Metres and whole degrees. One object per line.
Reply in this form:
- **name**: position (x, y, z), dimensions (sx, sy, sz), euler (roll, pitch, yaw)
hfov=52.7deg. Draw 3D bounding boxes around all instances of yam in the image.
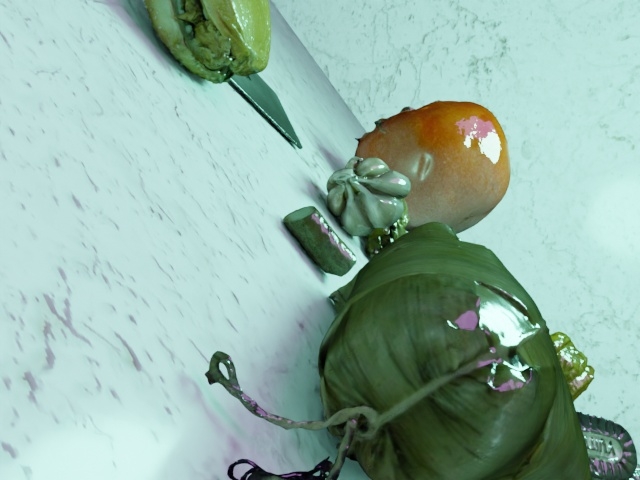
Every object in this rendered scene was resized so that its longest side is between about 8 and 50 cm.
- **yam**: position (0.000, 0.000, 0.748), dimensions (0.094, 0.043, 0.043), euler (52, 12, -6)

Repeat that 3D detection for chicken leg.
- **chicken leg**: position (0.114, -0.022, 1.139), dimensions (0.227, 0.088, 0.103), euler (-85, 165, -55)

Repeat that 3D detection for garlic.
- **garlic**: position (0.069, -0.081, 1.006), dimensions (0.127, 0.131, 0.194), euler (54, 3, 16)

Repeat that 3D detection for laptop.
- **laptop**: position (-0.131, -0.277, 1.094), dimensions (0.269, 0.015, 0.187), euler (40, 18, -46)

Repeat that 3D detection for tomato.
- **tomato**: position (0.247, -0.149, 1.417), dimensions (0.341, 0.341, 0.272), euler (16, 52, -70)

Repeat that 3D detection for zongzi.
- **zongzi**: position (0.142, 0.173, 0.513), dimensions (0.418, 0.181, 0.447), euler (54, 15, -1)

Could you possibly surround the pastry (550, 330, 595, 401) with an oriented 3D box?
- **pastry**: position (0.364, 0.243, 1.093), dimensions (0.103, 0.189, 0.189), euler (52, 11, 16)

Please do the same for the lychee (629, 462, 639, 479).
- **lychee**: position (0.423, 0.393, 0.933), dimensions (0.197, 0.165, 0.165), euler (54, 9, -41)

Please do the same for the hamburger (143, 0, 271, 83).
- **hamburger**: position (-0.137, -0.301, 0.837), dimensions (0.215, 0.122, 0.189), euler (-53, 131, -70)

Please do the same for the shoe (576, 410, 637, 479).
- **shoe**: position (0.274, 0.275, 0.888), dimensions (0.293, 0.149, 0.109), euler (20, 59, -17)
